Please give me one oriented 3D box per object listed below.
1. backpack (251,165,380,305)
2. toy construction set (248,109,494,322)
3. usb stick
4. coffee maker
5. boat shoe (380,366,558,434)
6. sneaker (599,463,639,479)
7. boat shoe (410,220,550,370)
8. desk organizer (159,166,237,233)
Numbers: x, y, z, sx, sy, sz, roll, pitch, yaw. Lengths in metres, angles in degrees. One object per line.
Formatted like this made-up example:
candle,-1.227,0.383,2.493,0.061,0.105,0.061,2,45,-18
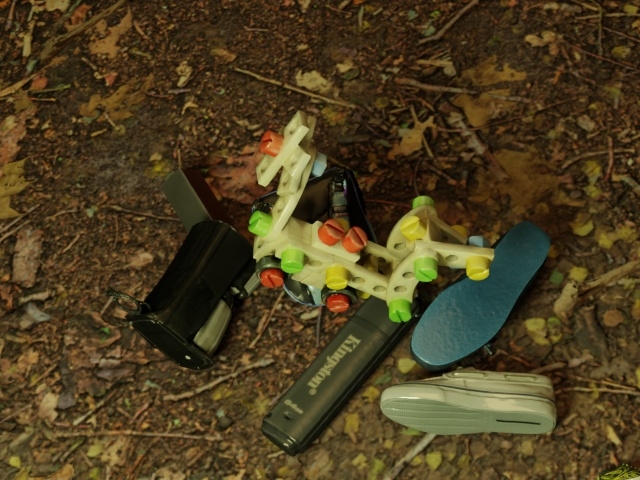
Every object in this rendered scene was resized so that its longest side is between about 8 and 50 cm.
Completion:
backpack,0.000,0.000,1.890,0.158,0.117,0.173,-22,89,-2
toy construction set,0.038,-0.012,1.727,0.327,0.215,0.151,34,47,-17
usb stick,0.030,0.167,1.821,0.077,0.045,0.278,33,70,26
coffee maker,-0.172,0.060,1.854,0.120,0.171,0.178,10,58,36
boat shoe,0.191,0.202,1.758,0.226,0.083,0.076,7,49,2
sneaker,0.384,0.290,1.683,0.083,0.031,0.035,-15,56,2
boat shoe,0.219,0.088,1.813,0.258,0.089,0.109,-38,76,-21
desk organizer,-0.174,-0.041,1.987,0.047,0.050,0.130,-41,71,24
